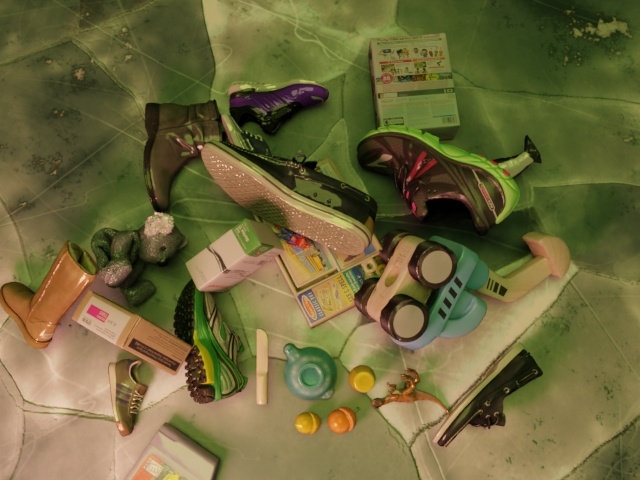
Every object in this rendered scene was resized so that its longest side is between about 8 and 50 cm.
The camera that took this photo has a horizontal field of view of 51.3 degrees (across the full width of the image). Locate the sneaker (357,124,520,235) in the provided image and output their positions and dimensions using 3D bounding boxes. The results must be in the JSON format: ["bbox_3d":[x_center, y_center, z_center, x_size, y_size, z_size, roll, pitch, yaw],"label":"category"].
[{"bbox_3d":[0.266,-0.157,1.723,0.483,0.185,0.202,27,82,38],"label":"sneaker"}]

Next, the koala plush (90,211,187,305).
[{"bbox_3d":[-0.464,0.017,1.748,0.221,0.196,0.203,-30,64,-4],"label":"koala plush"}]

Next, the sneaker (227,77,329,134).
[{"bbox_3d":[-0.120,-0.376,1.914,0.294,0.102,0.146,-3,76,5],"label":"sneaker"}]

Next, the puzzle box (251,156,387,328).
[{"bbox_3d":[0.000,0.000,1.811,0.272,0.052,0.408,-27,74,-7],"label":"puzzle box"}]

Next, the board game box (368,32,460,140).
[{"bbox_3d":[0.264,-0.438,1.921,0.224,0.097,0.303,-4,74,-1],"label":"board game box"}]

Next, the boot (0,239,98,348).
[{"bbox_3d":[-0.692,0.107,1.699,0.236,0.089,0.269,45,110,22],"label":"boot"}]

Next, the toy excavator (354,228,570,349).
[{"bbox_3d":[0.374,0.110,1.693,0.445,0.222,0.432,28,90,-23],"label":"toy excavator"}]

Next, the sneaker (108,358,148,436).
[{"bbox_3d":[-0.480,0.391,1.689,0.086,0.064,0.192,-16,70,1],"label":"sneaker"}]

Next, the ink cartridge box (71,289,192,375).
[{"bbox_3d":[-0.462,0.224,1.630,0.235,0.193,0.088,17,72,41],"label":"ink cartridge box"}]

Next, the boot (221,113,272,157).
[{"bbox_3d":[-0.205,-0.282,1.886,0.086,0.069,0.190,-27,97,-13],"label":"boot"}]

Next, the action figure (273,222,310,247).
[{"bbox_3d":[-0.078,-0.008,1.772,0.115,0.030,0.038,27,80,16],"label":"action figure"}]

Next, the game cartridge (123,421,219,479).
[{"bbox_3d":[-0.387,0.622,1.623,0.196,0.060,0.294,32,76,6],"label":"game cartridge"}]

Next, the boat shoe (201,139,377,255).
[{"bbox_3d":[-0.077,-0.137,1.738,0.500,0.186,0.156,26,61,4],"label":"boat shoe"}]

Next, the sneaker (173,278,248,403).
[{"bbox_3d":[-0.284,0.250,1.718,0.146,0.134,0.343,2,60,-36],"label":"sneaker"}]

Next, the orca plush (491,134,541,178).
[{"bbox_3d":[0.451,-0.198,1.836,0.287,0.151,0.102,-40,34,13],"label":"orca plush"}]

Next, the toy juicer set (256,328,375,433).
[{"bbox_3d":[-0.039,0.371,1.682,0.329,0.089,0.209,21,87,-1],"label":"toy juicer set"}]

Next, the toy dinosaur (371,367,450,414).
[{"bbox_3d":[0.233,0.388,1.689,0.212,0.064,0.112,1,104,-3],"label":"toy dinosaur"}]

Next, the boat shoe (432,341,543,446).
[{"bbox_3d":[0.419,0.401,1.636,0.340,0.127,0.113,-39,72,-24],"label":"boat shoe"}]

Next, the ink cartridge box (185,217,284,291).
[{"bbox_3d":[-0.220,0.042,1.716,0.208,0.153,0.086,-35,74,13],"label":"ink cartridge box"}]

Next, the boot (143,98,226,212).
[{"bbox_3d":[-0.376,-0.247,1.869,0.223,0.118,0.338,-2,77,-5],"label":"boot"}]
